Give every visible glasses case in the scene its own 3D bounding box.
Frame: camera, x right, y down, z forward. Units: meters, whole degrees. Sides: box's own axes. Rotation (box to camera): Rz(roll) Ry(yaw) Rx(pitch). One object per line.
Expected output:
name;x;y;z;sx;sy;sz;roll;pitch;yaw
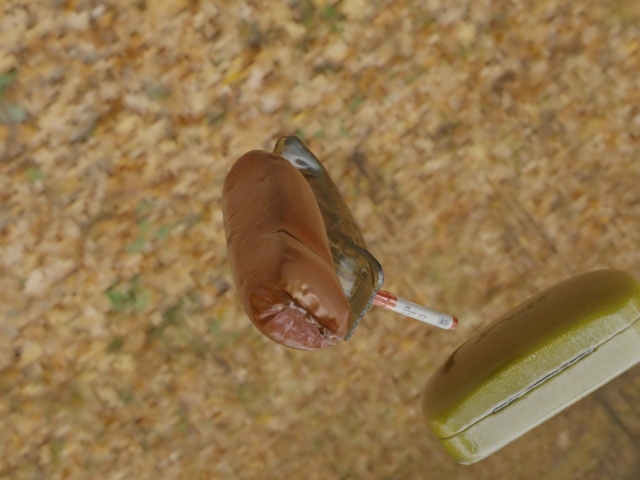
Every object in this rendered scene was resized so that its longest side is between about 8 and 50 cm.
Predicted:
glasses case;0.316;0.170;2.295;0.371;0.141;0.173;-33;-171;11

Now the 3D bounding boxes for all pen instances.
pen;0.146;0.111;2.519;0.028;0.028;0.239;-42;143;22

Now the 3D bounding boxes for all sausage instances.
sausage;-0.040;0.009;1.443;0.094;0.097;0.348;-43;-158;12

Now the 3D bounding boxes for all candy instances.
candy;0.000;0.000;2.019;0.101;0.271;0.143;-11;138;-29
